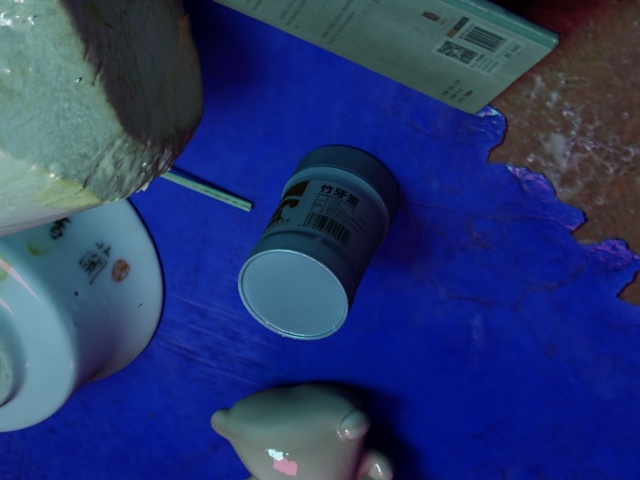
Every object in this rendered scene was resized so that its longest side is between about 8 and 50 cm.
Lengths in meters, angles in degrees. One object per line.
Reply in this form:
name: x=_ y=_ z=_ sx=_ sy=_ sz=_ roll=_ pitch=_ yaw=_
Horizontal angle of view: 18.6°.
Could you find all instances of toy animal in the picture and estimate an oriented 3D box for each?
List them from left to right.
toy animal: x=-0.014 y=0.240 z=1.893 sx=0.171 sy=0.171 sz=0.198 roll=2 pitch=121 yaw=21

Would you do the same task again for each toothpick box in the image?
toothpick box: x=0.000 y=0.000 z=1.689 sx=0.101 sy=0.153 sz=0.101 roll=11 pitch=130 yaw=14

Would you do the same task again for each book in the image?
book: x=0.028 y=-0.185 z=1.524 sx=0.282 sy=0.025 sz=0.215 roll=25 pitch=165 yaw=-9

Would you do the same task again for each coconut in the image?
coconut: x=-0.285 y=-0.144 z=1.600 sx=0.309 sy=0.297 sz=0.297 roll=-15 pitch=120 yaw=26

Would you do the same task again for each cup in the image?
cup: x=-0.341 y=0.056 z=1.873 sx=0.347 sy=0.163 sz=0.347 roll=12 pitch=131 yaw=14

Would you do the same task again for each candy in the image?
candy: x=-0.154 y=-0.063 z=1.780 sx=0.194 sy=0.062 sz=0.058 roll=21 pitch=88 yaw=-6
